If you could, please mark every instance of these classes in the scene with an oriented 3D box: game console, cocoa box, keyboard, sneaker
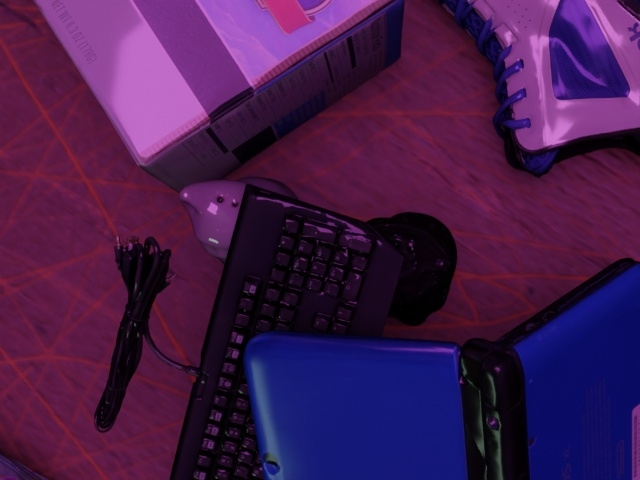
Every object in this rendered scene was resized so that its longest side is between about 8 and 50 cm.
[{"bbox_3d":[0.107,0.161,0.996,0.250,0.173,0.293,-29,126,-33],"label":"game console"},{"bbox_3d":[-0.117,-0.243,1.053,0.228,0.231,0.347,-33,86,0],"label":"cocoa box"},{"bbox_3d":[-0.073,0.106,0.985,0.201,0.033,0.317,18,114,5],"label":"keyboard"},{"bbox_3d":[0.168,-0.156,1.083,0.315,0.127,0.182,29,87,3],"label":"sneaker"}]

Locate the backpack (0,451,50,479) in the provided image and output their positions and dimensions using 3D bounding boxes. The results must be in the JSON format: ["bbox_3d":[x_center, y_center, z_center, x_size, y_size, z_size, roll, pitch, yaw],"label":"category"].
[{"bbox_3d":[-0.285,0.227,1.096,0.182,0.115,0.152,29,100,4],"label":"backpack"}]

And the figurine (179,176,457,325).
[{"bbox_3d":[0.000,0.000,1.042,0.215,0.209,0.092,14,87,5],"label":"figurine"}]
